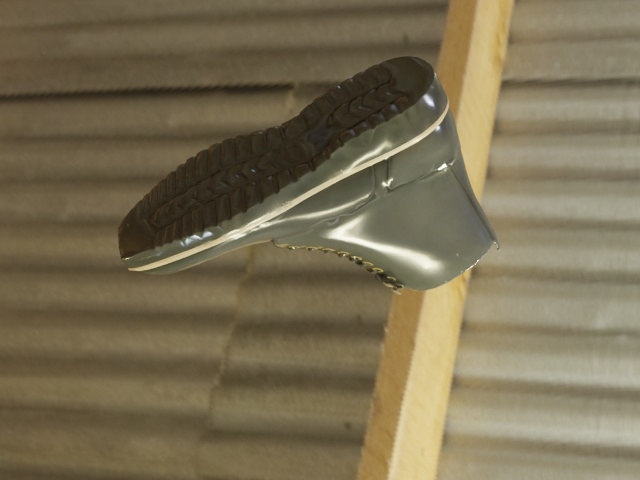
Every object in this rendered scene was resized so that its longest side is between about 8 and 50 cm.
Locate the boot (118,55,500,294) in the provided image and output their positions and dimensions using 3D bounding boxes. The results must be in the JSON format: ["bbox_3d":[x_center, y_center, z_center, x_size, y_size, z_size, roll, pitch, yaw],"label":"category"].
[{"bbox_3d":[0.000,0.000,0.748,0.198,0.137,0.077,-24,-142,9],"label":"boot"}]
